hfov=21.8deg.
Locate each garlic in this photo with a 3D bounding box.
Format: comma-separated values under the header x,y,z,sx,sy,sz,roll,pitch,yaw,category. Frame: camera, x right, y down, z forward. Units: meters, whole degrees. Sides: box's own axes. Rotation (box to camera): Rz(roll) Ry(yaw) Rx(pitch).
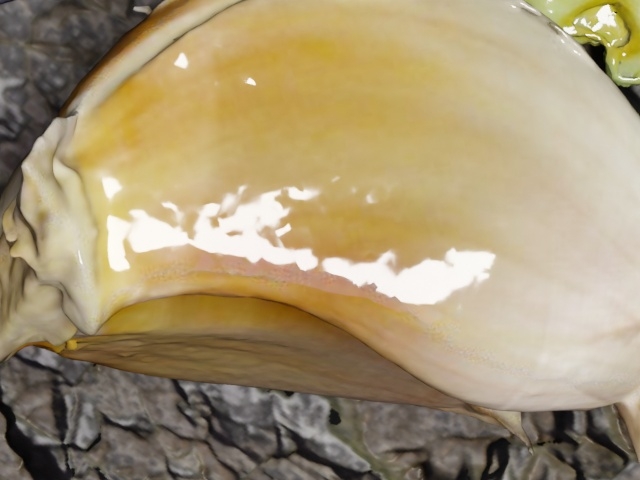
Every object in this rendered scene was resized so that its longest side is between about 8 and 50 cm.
x,y,z,sx,sy,sz,roll,pitch,yaw,category
0.000,0.000,0.775,0.313,0.249,0.286,5,129,-19,garlic

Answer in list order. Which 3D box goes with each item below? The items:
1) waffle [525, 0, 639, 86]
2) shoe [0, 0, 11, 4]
x,y,z,sx,sy,sz,roll,pitch,yaw,category
0.184,-0.216,0.731,0.297,0.073,0.317,11,118,3,waffle
-0.157,-0.211,0.767,0.095,0.137,0.245,-13,156,-32,shoe
